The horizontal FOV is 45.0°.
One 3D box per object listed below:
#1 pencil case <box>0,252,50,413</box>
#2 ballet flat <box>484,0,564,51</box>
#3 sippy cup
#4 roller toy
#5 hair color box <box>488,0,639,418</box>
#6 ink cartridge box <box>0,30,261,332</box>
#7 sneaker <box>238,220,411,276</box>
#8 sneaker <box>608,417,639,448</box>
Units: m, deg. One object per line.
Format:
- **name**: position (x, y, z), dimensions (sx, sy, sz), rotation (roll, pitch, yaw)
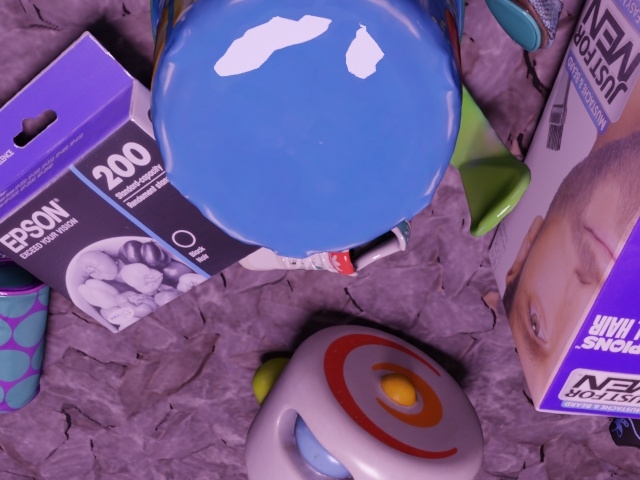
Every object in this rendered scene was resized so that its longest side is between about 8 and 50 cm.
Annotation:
- **pencil case**: position (-0.289, 0.088, 0.712), dimensions (0.070, 0.064, 0.152), rotation (5, 123, -19)
- **ballet flat**: position (0.133, -0.181, 0.504), dimensions (0.070, 0.070, 0.188), rotation (-33, 161, 19)
- **sippy cup**: position (-0.009, -0.113, 0.495), dimensions (0.305, 0.224, 0.240), rotation (0, 122, 0)
- **roller toy**: position (0.044, 0.177, 0.698), dimensions (0.209, 0.191, 0.146), rotation (23, 118, -14)
- **hair color box**: position (0.227, -0.054, 0.533), dimensions (0.110, 0.185, 0.339), rotation (5, 129, -6)
- **ink cartridge box**: position (-0.175, -0.030, 0.623), dimensions (0.206, 0.045, 0.208), rotation (-29, 122, 30)
- **sneaker**: position (0.000, 0.000, 0.653), dimensions (0.161, 0.075, 0.057), rotation (-13, 122, 7)
- **sneaker**: position (0.408, 0.217, 0.800), dimensions (0.232, 0.081, 0.090), rotation (30, 120, -11)
